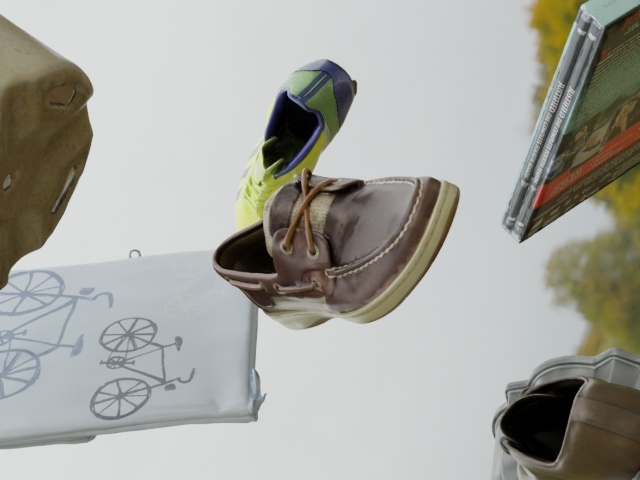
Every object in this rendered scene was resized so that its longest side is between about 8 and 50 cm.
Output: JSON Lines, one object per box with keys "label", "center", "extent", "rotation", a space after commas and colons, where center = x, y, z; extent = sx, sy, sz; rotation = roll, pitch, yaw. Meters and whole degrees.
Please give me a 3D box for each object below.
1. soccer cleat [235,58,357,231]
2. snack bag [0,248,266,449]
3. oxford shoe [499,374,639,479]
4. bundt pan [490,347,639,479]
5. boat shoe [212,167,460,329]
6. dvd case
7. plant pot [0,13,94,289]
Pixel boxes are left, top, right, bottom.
{"label": "soccer cleat", "center": [-0.050, -0.088, 1.912], "extent": [0.121, 0.093, 0.289], "rotation": [-42, -16, -48]}
{"label": "snack bag", "center": [-0.220, 0.107, 1.696], "extent": [0.323, 0.343, 0.037], "rotation": [-91, -7, -60]}
{"label": "oxford shoe", "center": [0.155, 0.121, 1.036], "extent": [0.227, 0.096, 0.082], "rotation": [119, 173, -72]}
{"label": "bundt pan", "center": [0.298, 0.245, 1.461], "extent": [0.330, 0.331, 0.124], "rotation": [92, -164, -51]}
{"label": "boat shoe", "center": [0.000, 0.000, 1.514], "extent": [0.342, 0.123, 0.123], "rotation": [-19, 45, 62]}
{"label": "dvd case", "center": [0.107, -0.055, 0.561], "extent": [0.087, 0.013, 0.119], "rotation": [-32, -23, -25]}
{"label": "plant pot", "center": [-0.371, -0.109, 1.378], "extent": [0.333, 0.305, 0.334], "rotation": [-57, -16, -25]}
